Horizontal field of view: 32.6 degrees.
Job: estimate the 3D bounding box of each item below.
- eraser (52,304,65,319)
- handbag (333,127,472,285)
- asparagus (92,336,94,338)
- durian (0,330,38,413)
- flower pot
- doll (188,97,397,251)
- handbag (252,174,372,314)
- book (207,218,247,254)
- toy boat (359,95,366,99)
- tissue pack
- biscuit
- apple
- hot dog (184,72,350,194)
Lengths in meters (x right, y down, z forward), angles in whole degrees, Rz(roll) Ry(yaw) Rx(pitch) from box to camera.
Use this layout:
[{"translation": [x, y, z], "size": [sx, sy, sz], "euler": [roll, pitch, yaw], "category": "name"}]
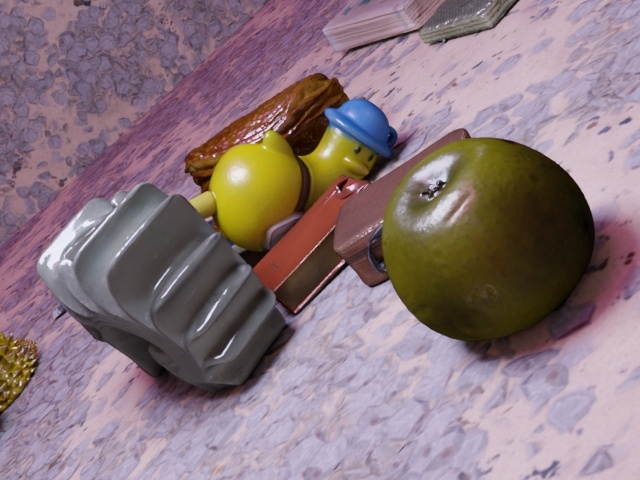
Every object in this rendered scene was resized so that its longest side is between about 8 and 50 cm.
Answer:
[{"translation": [-0.499, 0.122, 2.186], "size": [0.099, 0.019, 0.027], "euler": [-38, 5, 8], "category": "eraser"}, {"translation": [0.104, -0.034, 1.267], "size": [0.193, 0.072, 0.151], "euler": [-30, 22, 28], "category": "handbag"}, {"translation": [-0.392, 0.117, 1.981], "size": [0.025, 0.024, 0.248], "euler": [2, 20, -5], "category": "asparagus"}, {"translation": [-0.599, 0.257, 1.988], "size": [0.182, 0.165, 0.132], "euler": [-19, -22, -1], "category": "durian"}, {"translation": [-0.221, 0.066, 1.396], "size": [0.164, 0.254, 0.367], "euler": [-53, 22, -23], "category": "flower pot"}, {"translation": [-0.044, -0.077, 1.526], "size": [0.363, 0.199, 0.145], "euler": [-28, 46, -19], "category": "doll"}, {"translation": [0.000, 0.000, 1.415], "size": [0.190, 0.063, 0.127], "euler": [-46, 19, -5], "category": "handbag"}, {"translation": [-0.179, 0.006, 1.712], "size": [0.228, 0.018, 0.322], "euler": [-26, 12, -20], "category": "book"}, {"translation": [-0.011, -0.178, 1.798], "size": [0.200, 0.077, 0.057], "euler": [-32, 22, 26], "category": "toy boat"}, {"translation": [0.142, -0.457, 2.121], "size": [0.170, 0.071, 0.325], "euler": [-46, 20, -19], "category": "tissue pack"}, {"translation": [0.249, -0.381, 1.796], "size": [0.121, 0.040, 0.199], "euler": [-50, 21, -18], "category": "biscuit"}, {"translation": [0.147, -0.004, 0.989], "size": [0.196, 0.157, 0.196], "euler": [-37, 27, 23], "category": "apple"}, {"translation": [-0.070, -0.142, 1.667], "size": [0.272, 0.122, 0.196], "euler": [-28, -22, 14], "category": "hot dog"}]
